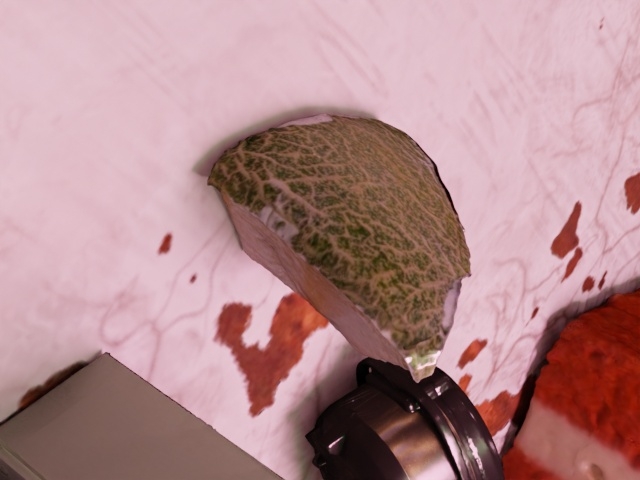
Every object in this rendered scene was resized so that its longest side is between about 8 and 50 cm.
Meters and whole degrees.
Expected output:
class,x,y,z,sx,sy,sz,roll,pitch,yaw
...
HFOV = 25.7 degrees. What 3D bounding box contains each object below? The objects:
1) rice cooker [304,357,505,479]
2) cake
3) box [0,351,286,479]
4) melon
class,x,y,z,sx,sy,sz,roll,pitch,yaw
rice cooker,0.059,0.157,0.944,0.106,0.112,0.165,-37,124,-18
cake,0.327,0.232,1.236,0.269,0.270,0.319,-14,128,-48
box,-0.057,0.173,0.699,0.086,0.225,0.129,-36,141,-31
melon,-0.001,-0.004,0.754,0.139,0.202,0.093,23,120,-24
